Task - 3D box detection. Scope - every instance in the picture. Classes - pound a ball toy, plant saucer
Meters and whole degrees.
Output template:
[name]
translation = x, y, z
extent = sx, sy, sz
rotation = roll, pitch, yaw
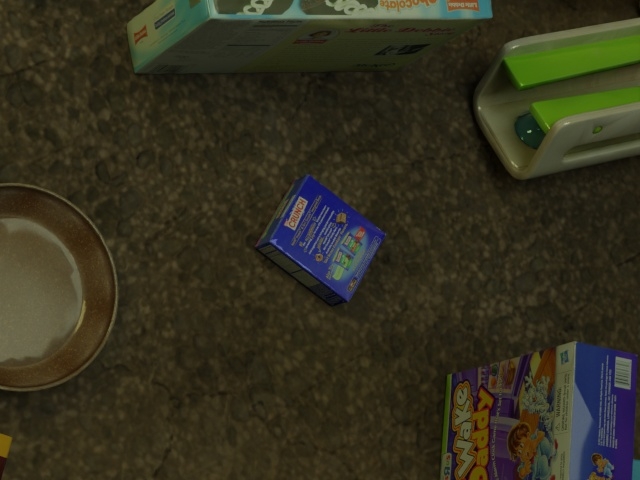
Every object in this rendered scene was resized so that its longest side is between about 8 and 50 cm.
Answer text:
[pound a ball toy]
translation = 0.318, -0.188, 2.132
extent = 0.319, 0.135, 0.208
rotation = -13, 59, -30
[plant saucer]
translation = -0.288, 0.046, 1.776
extent = 0.199, 0.036, 0.198
rotation = 8, 74, -28

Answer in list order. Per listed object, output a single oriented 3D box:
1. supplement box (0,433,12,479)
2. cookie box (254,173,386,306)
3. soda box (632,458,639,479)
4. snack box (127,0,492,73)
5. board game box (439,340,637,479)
[supplement box]
translation = -0.394, 0.241, 1.617
extent = 0.191, 0.129, 0.194
rotation = 21, 69, -23
[cookie box]
translation = 0.000, 0.000, 1.942
extent = 0.107, 0.040, 0.092
rotation = 38, 63, -16
[soda box]
translation = 0.302, 0.268, 2.026
extent = 0.210, 0.071, 0.067
rotation = 13, 71, -26
[snack box]
translation = -0.010, -0.222, 1.905
extent = 0.322, 0.187, 0.060
rotation = -3, 80, -30
[board game box]
translation = 0.207, 0.292, 1.875
extent = 0.078, 0.233, 0.347
rotation = 13, 72, -26
